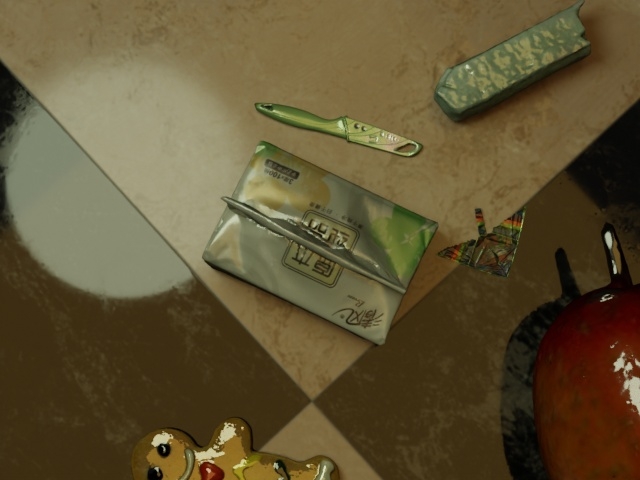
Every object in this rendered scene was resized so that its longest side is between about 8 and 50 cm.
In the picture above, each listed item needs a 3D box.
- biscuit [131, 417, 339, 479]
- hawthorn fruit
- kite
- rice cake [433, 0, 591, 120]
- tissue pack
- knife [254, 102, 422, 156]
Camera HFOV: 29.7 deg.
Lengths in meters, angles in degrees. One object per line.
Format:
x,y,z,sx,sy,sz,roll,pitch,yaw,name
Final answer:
-0.105,0.285,1.384,0.240,0.035,0.158,17,82,2,biscuit
0.359,0.156,1.272,0.284,0.285,0.369,-13,80,-1,hawthorn fruit
0.198,0.005,1.425,0.122,0.004,0.090,-22,85,-2,kite
0.227,-0.206,1.417,0.206,0.069,0.063,-27,83,-5,rice cake
0.000,0.000,1.356,0.229,0.145,0.159,26,84,2,tissue pack
0.021,-0.136,1.437,0.207,0.014,0.030,16,85,1,knife
